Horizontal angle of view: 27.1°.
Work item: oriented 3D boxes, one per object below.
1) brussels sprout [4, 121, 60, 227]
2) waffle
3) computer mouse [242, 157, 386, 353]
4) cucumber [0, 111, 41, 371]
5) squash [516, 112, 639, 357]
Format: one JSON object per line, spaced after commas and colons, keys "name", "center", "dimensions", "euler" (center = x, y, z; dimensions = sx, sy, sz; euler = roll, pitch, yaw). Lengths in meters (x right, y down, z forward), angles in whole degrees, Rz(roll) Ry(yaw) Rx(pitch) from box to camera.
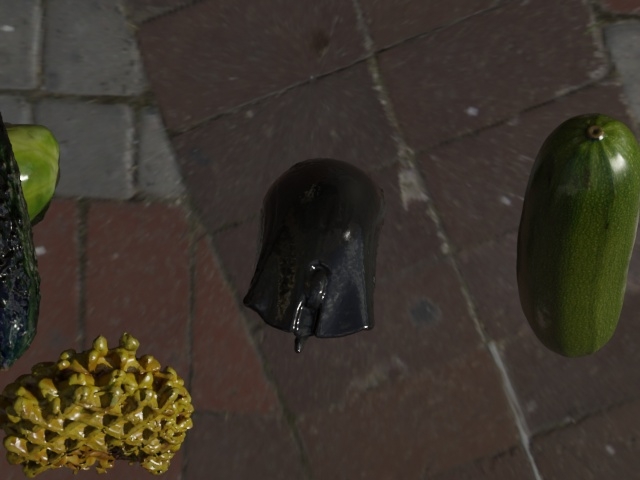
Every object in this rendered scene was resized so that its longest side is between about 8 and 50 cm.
{"name": "brussels sprout", "center": [-0.411, -0.072, 1.630], "dimensions": [0.223, 0.223, 0.161], "euler": [-33, 99, 4]}
{"name": "waffle", "center": [-0.222, 0.181, 1.327], "dimensions": [0.193, 0.070, 0.197], "euler": [-15, 140, 5]}
{"name": "computer mouse", "center": [0.000, 0.000, 1.463], "dimensions": [0.147, 0.088, 0.264], "euler": [10, 60, -4]}
{"name": "cucumber", "center": [-0.241, -0.027, 0.943], "dimensions": [0.067, 0.067, 0.245], "euler": [-20, 79, 2]}
{"name": "squash", "center": [0.147, 0.012, 0.771], "dimensions": [0.066, 0.252, 0.066], "euler": [-4, 58, 6]}
